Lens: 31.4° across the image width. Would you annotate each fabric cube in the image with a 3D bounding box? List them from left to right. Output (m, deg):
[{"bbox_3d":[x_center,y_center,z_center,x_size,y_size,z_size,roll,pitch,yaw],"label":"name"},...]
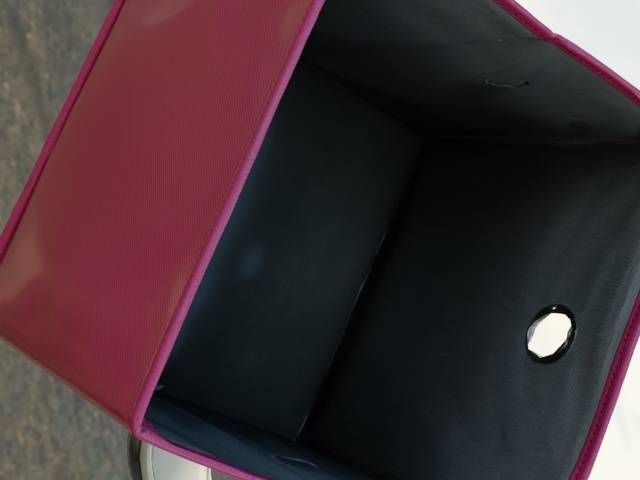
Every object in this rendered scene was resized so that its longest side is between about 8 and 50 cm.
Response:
[{"bbox_3d":[0.000,0.000,0.635,0.259,0.254,0.258,27,-9,-31],"label":"fabric cube"}]

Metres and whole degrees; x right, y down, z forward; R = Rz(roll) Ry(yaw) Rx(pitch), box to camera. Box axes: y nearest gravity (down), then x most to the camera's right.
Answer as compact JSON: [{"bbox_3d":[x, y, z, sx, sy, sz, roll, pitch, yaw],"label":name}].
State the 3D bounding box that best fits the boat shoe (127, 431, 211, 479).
[{"bbox_3d":[-0.120,0.183,0.852,0.075,0.065,0.206,-60,157,-29],"label":"boat shoe"}]
